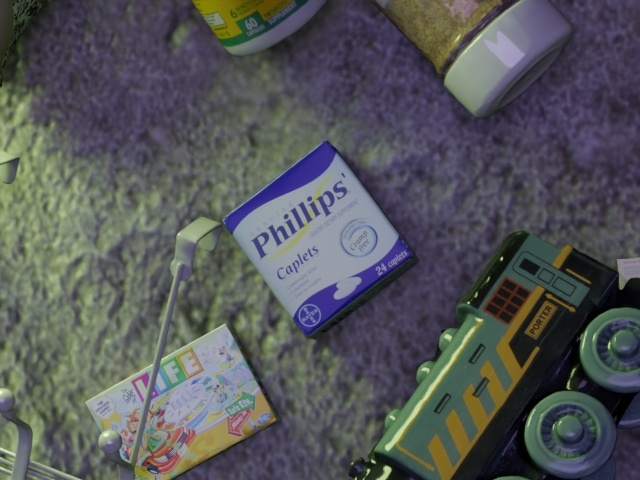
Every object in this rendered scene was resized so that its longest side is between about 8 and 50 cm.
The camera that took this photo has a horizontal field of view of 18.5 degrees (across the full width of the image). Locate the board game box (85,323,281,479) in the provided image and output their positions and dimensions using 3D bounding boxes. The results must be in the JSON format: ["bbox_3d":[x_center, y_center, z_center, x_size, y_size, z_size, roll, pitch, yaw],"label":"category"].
[{"bbox_3d":[-0.128,0.159,1.841,0.154,0.026,0.103,-30,82,6],"label":"board game box"}]

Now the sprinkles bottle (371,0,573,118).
[{"bbox_3d":[0.070,-0.276,1.793,0.121,0.121,0.355,-43,81,4],"label":"sprinkles bottle"}]

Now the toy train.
[{"bbox_3d":[0.167,0.151,1.692,0.190,0.142,0.334,31,75,20],"label":"toy train"}]

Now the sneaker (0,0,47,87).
[{"bbox_3d":[-0.201,-0.311,1.837,0.182,0.158,0.410,26,95,-8],"label":"sneaker"}]

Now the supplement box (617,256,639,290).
[{"bbox_3d":[0.303,0.063,1.777,0.062,0.036,0.098,-5,86,9],"label":"supplement box"}]

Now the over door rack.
[{"bbox_3d":[-0.258,0.101,1.798,0.239,0.108,0.324,19,96,16],"label":"over door rack"}]

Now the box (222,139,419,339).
[{"bbox_3d":[0.000,0.000,1.810,0.126,0.072,0.137,-38,81,4],"label":"box"}]

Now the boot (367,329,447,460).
[{"bbox_3d":[0.178,0.196,1.769,0.246,0.083,0.161,34,86,8],"label":"boot"}]

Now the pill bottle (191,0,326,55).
[{"bbox_3d":[-0.090,-0.280,1.780,0.117,0.117,0.208,-33,111,5],"label":"pill bottle"}]
